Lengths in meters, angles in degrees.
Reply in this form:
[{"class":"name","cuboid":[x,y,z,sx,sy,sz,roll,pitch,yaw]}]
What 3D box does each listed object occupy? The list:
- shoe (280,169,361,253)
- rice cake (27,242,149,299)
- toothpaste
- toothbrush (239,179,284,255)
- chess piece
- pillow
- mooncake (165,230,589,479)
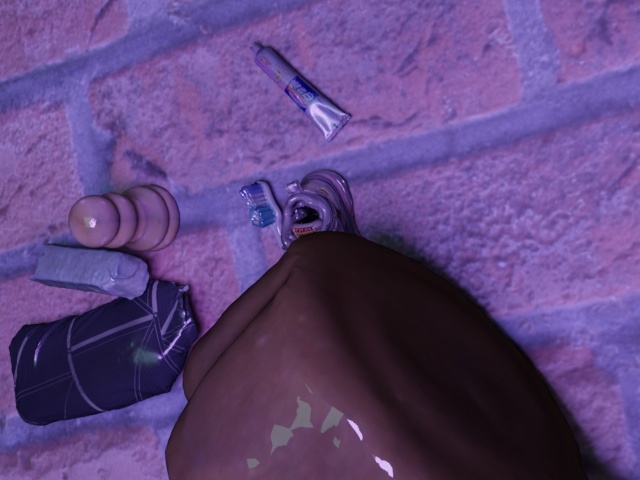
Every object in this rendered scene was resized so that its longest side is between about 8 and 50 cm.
[{"class":"shoe","cuboid":[0.000,0.000,1.526,0.089,0.092,0.180,-10,90,26]},{"class":"rice cake","cuboid":[-0.323,0.042,1.680,0.206,0.069,0.063,5,78,44]},{"class":"toothpaste","cuboid":[-0.032,-0.201,1.563,0.170,0.028,0.045,45,105,14]},{"class":"toothbrush","cuboid":[-0.011,0.116,1.576,0.042,0.040,0.418,-25,87,46]},{"class":"chess piece","cuboid":[-0.271,-0.026,1.616,0.094,0.170,0.094,2,95,24]},{"class":"pillow","cuboid":[-0.309,0.161,1.693,0.335,0.092,0.162,-19,80,26]},{"class":"mooncake","cuboid":[0.066,0.219,1.314,0.467,0.467,0.262,47,113,16]}]
